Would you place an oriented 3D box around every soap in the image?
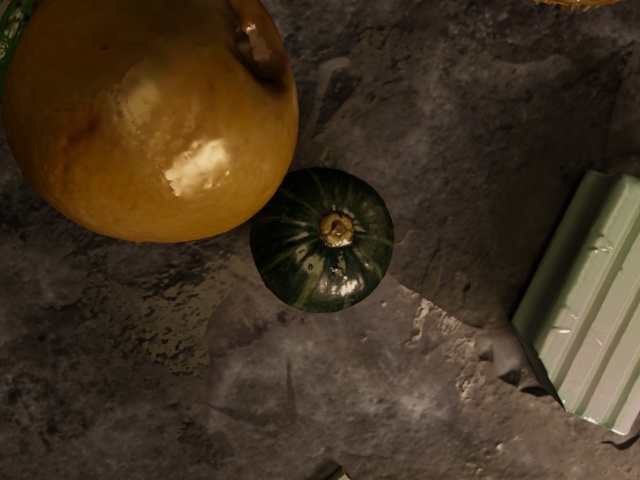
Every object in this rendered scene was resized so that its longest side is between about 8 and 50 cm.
[{"bbox_3d":[0.361,0.075,0.685,0.172,0.095,0.290,24,95,-10],"label":"soap"}]

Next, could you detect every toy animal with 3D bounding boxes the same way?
[{"bbox_3d":[-0.314,-0.222,0.576,0.041,0.075,0.217,23,90,-9],"label":"toy animal"}]

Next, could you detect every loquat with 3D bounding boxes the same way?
[{"bbox_3d":[-0.156,-0.122,0.525,0.274,0.275,0.275,-1,98,-7],"label":"loquat"}]

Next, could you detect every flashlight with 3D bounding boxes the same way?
[{"bbox_3d":[0.002,0.335,0.716,0.083,0.018,0.018,-38,102,0],"label":"flashlight"}]

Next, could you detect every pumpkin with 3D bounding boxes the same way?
[{"bbox_3d":[0.000,-0.001,0.616,0.167,0.125,0.167,3,83,-27],"label":"pumpkin"}]

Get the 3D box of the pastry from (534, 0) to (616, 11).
[{"bbox_3d":[0.281,-0.401,0.577,0.254,0.162,0.311,23,92,-11],"label":"pastry"}]
